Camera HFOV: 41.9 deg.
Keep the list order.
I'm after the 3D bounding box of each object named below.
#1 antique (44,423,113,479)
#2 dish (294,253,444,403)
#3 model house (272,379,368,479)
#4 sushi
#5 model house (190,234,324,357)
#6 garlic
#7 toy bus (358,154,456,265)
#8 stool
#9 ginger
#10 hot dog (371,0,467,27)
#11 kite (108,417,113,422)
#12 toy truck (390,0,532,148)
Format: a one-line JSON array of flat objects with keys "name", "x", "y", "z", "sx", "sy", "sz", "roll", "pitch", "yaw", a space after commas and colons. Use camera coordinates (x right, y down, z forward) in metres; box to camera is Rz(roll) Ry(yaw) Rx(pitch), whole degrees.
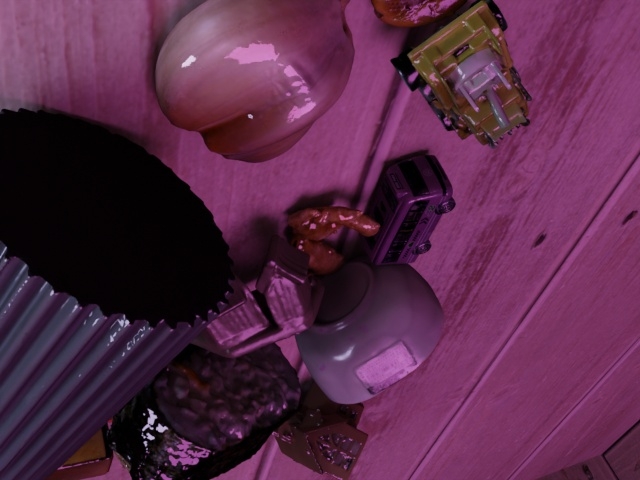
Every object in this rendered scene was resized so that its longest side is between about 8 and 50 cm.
[{"name": "antique", "x": -0.497, "y": 0.349, "z": 1.336, "sx": 0.310, "sy": 0.093, "sz": 0.087, "roll": -6, "pitch": 150, "yaw": -24}, {"name": "dish", "x": 0.058, "y": 0.118, "z": 1.312, "sx": 0.256, "sy": 0.256, "sz": 0.117, "roll": -34, "pitch": 122, "yaw": 12}, {"name": "model house", "x": -0.047, "y": 0.351, "z": 1.674, "sx": 0.248, "sy": 0.181, "sz": 0.176, "roll": 32, "pitch": 77, "yaw": -27}, {"name": "sushi", "x": -0.181, "y": 0.262, "z": 1.302, "sx": 0.171, "sy": 0.211, "sz": 0.350, "roll": -47, "pitch": 171, "yaw": 29}, {"name": "model house", "x": -0.116, "y": 0.075, "z": 1.194, "sx": 0.229, "sy": 0.122, "sz": 0.188, "roll": -21, "pitch": 138, "yaw": 3}, {"name": "garlic", "x": -0.059, "y": -0.174, "z": 0.890, "sx": 0.228, "sy": 0.110, "sz": 0.217, "roll": -40, "pitch": 143, "yaw": 22}, {"name": "toy bus", "x": 0.125, "y": -0.041, "z": 1.241, "sx": 0.098, "sy": 0.086, "sz": 0.178, "roll": -7, "pitch": 145, "yaw": -23}, {"name": "stool", "x": -0.301, "y": 0.079, "z": 0.883, "sx": 0.297, "sy": 0.297, "sz": 0.330, "roll": 11, "pitch": 129, "yaw": -46}, {"name": "ginger", "x": 0.000, "y": 0.000, "z": 1.245, "sx": 0.193, "sy": 0.052, "sz": 0.176, "roll": -27, "pitch": 141, "yaw": 24}, {"name": "hot dog", "x": 0.120, "y": -0.283, "z": 0.907, "sx": 0.140, "sy": 0.060, "sz": 0.090, "roll": -24, "pitch": 142, "yaw": 11}, {"name": "kite", "x": -0.387, "y": 0.230, "z": 1.335, "sx": 0.328, "sy": 0.013, "sz": 0.377, "roll": -21, "pitch": 149, "yaw": -8}, {"name": "toy truck", "x": 0.192, "y": -0.175, "z": 1.011, "sx": 0.128, "sy": 0.135, "sz": 0.259, "roll": -35, "pitch": 166, "yaw": 11}]
